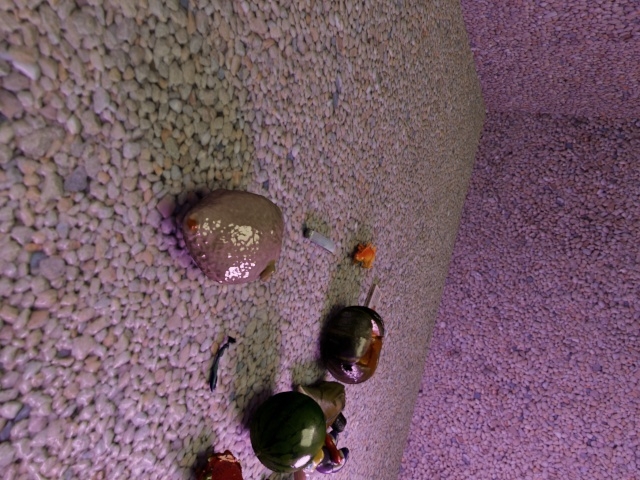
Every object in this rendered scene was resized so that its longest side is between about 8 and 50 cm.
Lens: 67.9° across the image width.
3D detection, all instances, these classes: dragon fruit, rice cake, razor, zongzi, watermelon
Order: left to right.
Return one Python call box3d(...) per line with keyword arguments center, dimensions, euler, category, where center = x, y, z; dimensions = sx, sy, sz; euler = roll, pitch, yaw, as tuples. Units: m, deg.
box3d(center=(-0.282, 0.683, 1.307), dimensions=(0.133, 0.150, 0.207), euler=(10, 98, -33), category="dragon fruit")
box3d(center=(-0.274, 0.334, 1.288), dimensions=(0.028, 0.044, 0.154), euler=(26, 79, -31), category="razor")
box3d(center=(-0.101, 0.592, 1.480), dimensions=(0.242, 0.243, 0.242), euler=(-31, 127, -54), category="watermelon")
box3d(center=(0.000, 0.000, 1.655), dimensions=(0.211, 0.034, 0.043), euler=(32, 81, -61), category="rice cake")
box3d(center=(0.001, 0.570, 1.786), dimensions=(0.251, 0.125, 0.274), euler=(-40, 128, -48), category="zongzi")

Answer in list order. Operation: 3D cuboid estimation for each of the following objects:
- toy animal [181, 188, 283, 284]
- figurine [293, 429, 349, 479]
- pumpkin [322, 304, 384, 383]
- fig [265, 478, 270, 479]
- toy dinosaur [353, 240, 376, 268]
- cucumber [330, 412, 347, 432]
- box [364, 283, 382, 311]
box3d(center=(-0.197, -0.005, 1.131), dimensions=(0.358, 0.189, 0.226), euler=(4, 92, -61), category="toy animal")
box3d(center=(-0.017, 0.839, 1.834), dimensions=(0.193, 0.154, 0.421), euler=(-35, 152, -1), category="figurine")
box3d(center=(0.134, 0.414, 1.891), dimensions=(0.320, 0.193, 0.320), euler=(-25, 119, -56), category="pumpkin")
box3d(center=(-0.111, 0.948, 1.683), dimensions=(0.320, 0.217, 0.216), euler=(54, 51, -29), category="fig")
box3d(center=(0.196, 0.061, 2.009), dimensions=(0.288, 0.071, 0.117), euler=(20, 82, -66), category="toy dinosaur")
box3d(center=(0.054, 0.733, 1.995), dimensions=(0.074, 0.075, 0.241), euler=(-60, 145, -31), category="cucumber")
box3d(center=(0.234, 0.310, 2.207), dimensions=(0.198, 0.029, 0.109), euler=(-67, 150, -22), category="box")
